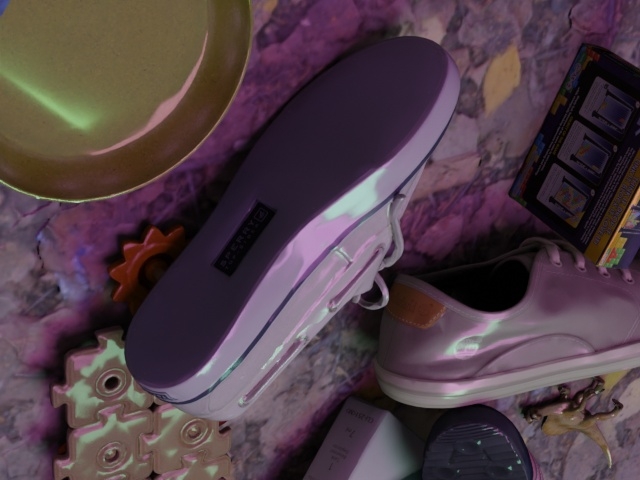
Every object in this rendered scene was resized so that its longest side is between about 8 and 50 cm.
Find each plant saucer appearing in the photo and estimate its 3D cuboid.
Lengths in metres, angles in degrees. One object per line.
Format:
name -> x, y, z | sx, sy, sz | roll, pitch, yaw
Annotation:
plant saucer -> -0.162, -0.141, 0.945 | 0.241, 0.037, 0.241 | -19, 130, -24

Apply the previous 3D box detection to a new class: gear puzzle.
gear puzzle -> -0.159, 0.131, 1.148 | 0.175, 0.044, 0.338 | -13, 125, -27

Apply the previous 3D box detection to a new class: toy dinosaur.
toy dinosaur -> 0.310, 0.208, 1.553 | 0.183, 0.053, 0.092 | 27, 118, -37

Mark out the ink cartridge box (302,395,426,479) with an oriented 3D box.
ink cartridge box -> 0.057, 0.327, 1.384 | 0.275, 0.060, 0.239 | 44, 70, -46

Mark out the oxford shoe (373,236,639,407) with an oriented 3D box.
oxford shoe -> 0.252, 0.057, 1.321 | 0.449, 0.169, 0.130 | -11, 107, -29

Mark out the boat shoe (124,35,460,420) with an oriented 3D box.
boat shoe -> 0.005, 0.005, 1.092 | 0.367, 0.136, 0.156 | -53, 141, -7

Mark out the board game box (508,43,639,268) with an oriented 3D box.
board game box -> 0.270, -0.080, 1.235 | 0.048, 0.141, 0.170 | 6, 117, -39

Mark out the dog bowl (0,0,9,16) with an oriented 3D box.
dog bowl -> -0.311, -0.096, 0.785 | 0.297, 0.166, 0.074 | -46, 125, 0

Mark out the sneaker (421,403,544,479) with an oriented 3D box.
sneaker -> 0.174, 0.235, 1.351 | 0.112, 0.131, 0.319 | -1, 141, 14
